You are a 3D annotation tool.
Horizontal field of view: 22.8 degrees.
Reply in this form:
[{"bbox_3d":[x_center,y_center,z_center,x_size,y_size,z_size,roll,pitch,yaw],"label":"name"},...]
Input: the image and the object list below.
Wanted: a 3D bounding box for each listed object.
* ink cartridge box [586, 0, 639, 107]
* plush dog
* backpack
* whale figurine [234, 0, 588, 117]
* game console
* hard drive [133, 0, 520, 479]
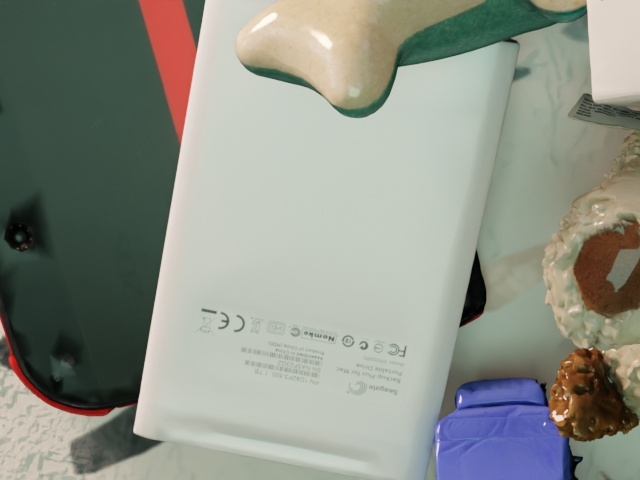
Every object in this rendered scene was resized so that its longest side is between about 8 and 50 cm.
[{"bbox_3d":[0.280,-0.163,0.847,0.232,0.171,0.168,-3,89,34],"label":"ink cartridge box"},{"bbox_3d":[0.251,0.032,1.018,0.262,0.211,0.225,-3,123,-6],"label":"plush dog"},{"bbox_3d":[0.131,0.155,1.086,0.097,0.120,0.101,0,60,13],"label":"backpack"},{"bbox_3d":[0.074,-0.161,0.953,0.216,0.272,0.141,26,153,32],"label":"whale figurine"},{"bbox_3d":[-0.092,-0.084,1.088,0.341,0.060,0.387,-14,103,5],"label":"game console"},{"bbox_3d":[0.000,0.000,1.054,0.203,0.040,0.308,11,103,-1],"label":"hard drive"}]
